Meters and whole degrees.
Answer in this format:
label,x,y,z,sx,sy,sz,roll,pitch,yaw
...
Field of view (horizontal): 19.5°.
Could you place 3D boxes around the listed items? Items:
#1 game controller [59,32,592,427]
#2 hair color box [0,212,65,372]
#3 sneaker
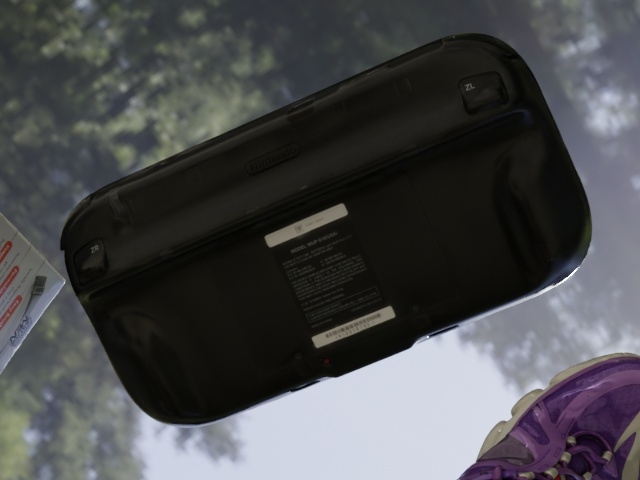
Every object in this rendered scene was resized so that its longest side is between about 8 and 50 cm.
label,x,y,z,sx,sy,sz,roll,pitch,yaw
game controller,0.000,0.000,1.139,0.319,0.166,0.067,-22,-163,15
hair color box,-0.236,0.017,1.164,0.053,0.167,0.093,25,-107,30
sneaker,0.088,0.107,0.758,0.170,0.068,0.071,-37,176,-21
